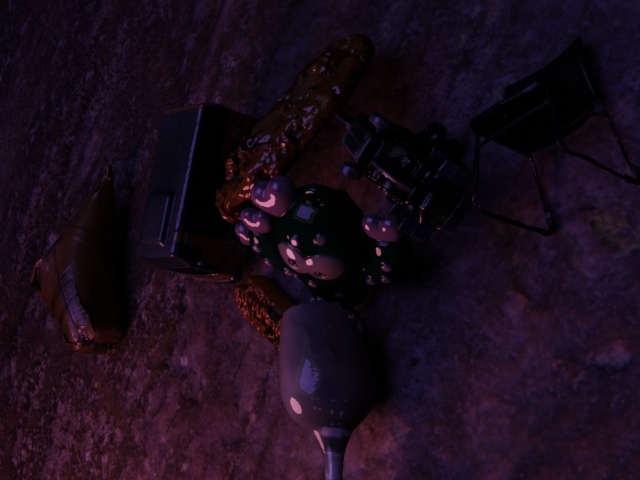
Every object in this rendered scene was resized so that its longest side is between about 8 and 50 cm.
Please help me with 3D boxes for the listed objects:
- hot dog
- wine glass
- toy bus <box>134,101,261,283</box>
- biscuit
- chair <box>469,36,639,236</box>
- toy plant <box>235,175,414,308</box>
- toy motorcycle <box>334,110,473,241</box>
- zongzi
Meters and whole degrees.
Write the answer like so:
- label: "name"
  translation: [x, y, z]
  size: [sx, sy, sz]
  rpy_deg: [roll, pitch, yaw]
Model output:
- label: "hot dog"
  translation: [-0.077, 0.110, 1.630]
  size: [0.188, 0.055, 0.072]
  rpy_deg: [40, 109, 48]
- label: "wine glass"
  translation: [0.009, 0.240, 1.413]
  size: [0.143, 0.143, 0.321]
  rpy_deg: [-26, 58, 43]
- label: "toy bus"
  translation: [-0.189, -0.077, 1.743]
  size: [0.138, 0.167, 0.275]
  rpy_deg: [1, 78, 50]
- label: "biscuit"
  translation: [-0.045, -0.169, 1.560]
  size: [0.334, 0.081, 0.289]
  rpy_deg: [-51, 9, 5]
- label: "chair"
  translation: [0.254, -0.142, 1.254]
  size: [0.140, 0.145, 0.221]
  rpy_deg: [-33, 52, 38]
- label: "toy plant"
  translation: [0.004, 0.000, 1.428]
  size: [0.112, 0.232, 0.243]
  rpy_deg: [-66, 4, -30]
- label: "toy motorcycle"
  translation: [0.115, -0.085, 1.343]
  size: [0.125, 0.187, 0.274]
  rpy_deg: [-57, 22, 14]
- label: "zongzi"
  translation: [-0.411, 0.039, 2.012]
  size: [0.289, 0.123, 0.260]
  rpy_deg: [-56, 46, 14]
